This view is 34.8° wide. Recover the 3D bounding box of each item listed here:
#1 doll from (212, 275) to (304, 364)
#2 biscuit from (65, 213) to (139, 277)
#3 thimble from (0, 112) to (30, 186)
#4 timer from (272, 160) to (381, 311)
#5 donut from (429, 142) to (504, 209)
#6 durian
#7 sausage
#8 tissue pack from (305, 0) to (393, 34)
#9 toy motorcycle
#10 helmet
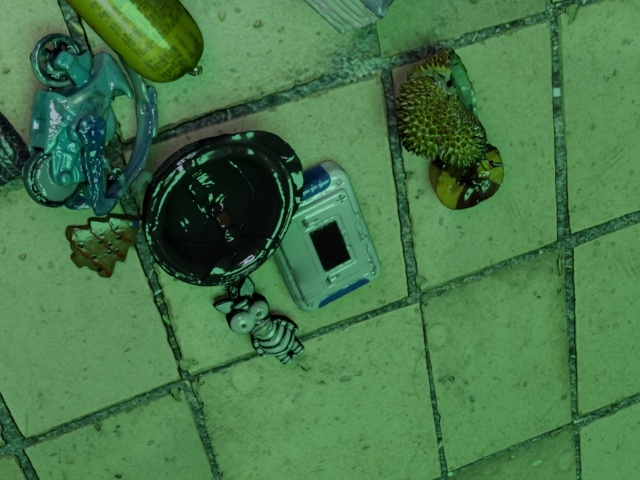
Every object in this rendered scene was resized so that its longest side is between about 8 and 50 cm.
[{"bbox_3d":[-0.107,0.153,1.861,0.091,0.067,0.219,-39,124,5],"label":"doll"},{"bbox_3d":[-0.357,0.001,1.700,0.130,0.019,0.119,-37,125,1],"label":"biscuit"},{"bbox_3d":[-0.482,-0.138,1.523,0.066,0.095,0.104,-30,140,-1],"label":"thimble"},{"bbox_3d":[0.000,0.000,1.810,0.178,0.078,0.253,-27,124,-6],"label":"timer"},{"bbox_3d":[0.264,-0.124,1.857,0.140,0.059,0.140,-10,121,-17],"label":"donut"},{"bbox_3d":[0.207,-0.198,1.733,0.138,0.193,0.237,-23,116,19],"label":"durian"},{"bbox_3d":[-0.292,-0.354,1.453,0.123,0.123,0.347,-40,121,4],"label":"sausage"},{"bbox_3d":[-0.015,-0.492,1.438,0.344,0.125,0.242,36,65,-35],"label":"tissue pack"},{"bbox_3d":[-0.345,-0.170,1.531,0.206,0.154,0.260,2,97,-38],"label":"toy motorcycle"},{"bbox_3d":[-0.171,-0.069,1.651,0.279,0.160,0.230,-47,121,-4],"label":"helmet"}]
